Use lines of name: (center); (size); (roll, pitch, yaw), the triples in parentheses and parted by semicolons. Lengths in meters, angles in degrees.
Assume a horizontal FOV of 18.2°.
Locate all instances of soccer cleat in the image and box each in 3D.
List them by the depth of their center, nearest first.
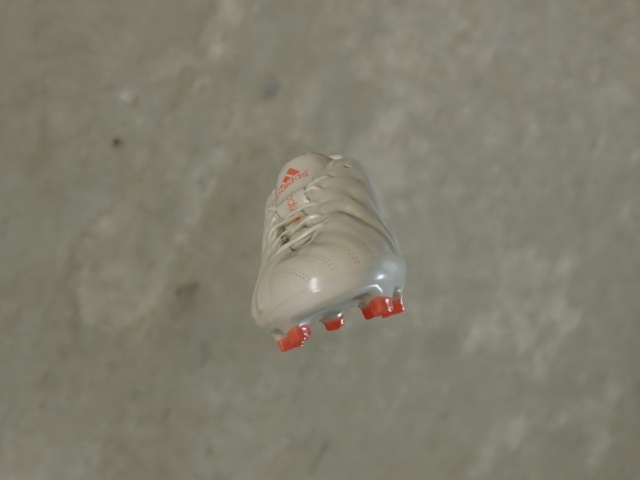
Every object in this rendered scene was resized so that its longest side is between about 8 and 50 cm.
soccer cleat: (0.000, 0.000, 0.856); (0.196, 0.068, 0.076); (-37, 108, -85)
